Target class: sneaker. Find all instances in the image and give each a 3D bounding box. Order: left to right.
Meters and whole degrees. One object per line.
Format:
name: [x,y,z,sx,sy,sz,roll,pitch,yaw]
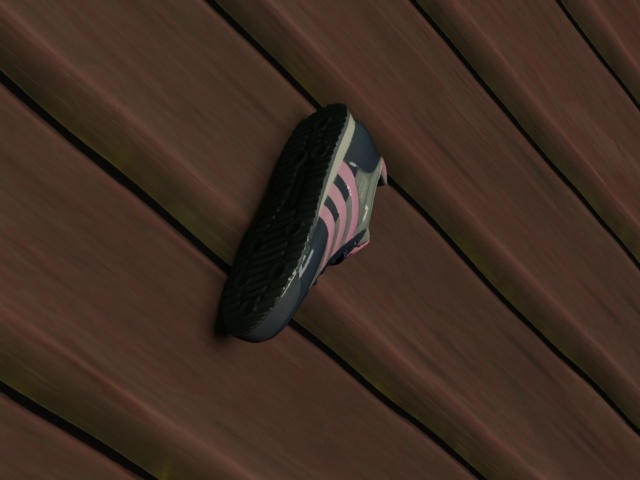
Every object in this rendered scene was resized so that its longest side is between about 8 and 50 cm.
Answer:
sneaker: [0.000,0.000,1.556,0.131,0.112,0.319,47,52,-33]
